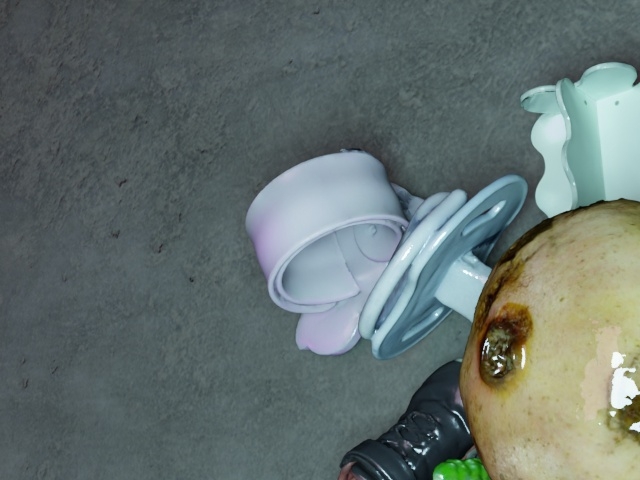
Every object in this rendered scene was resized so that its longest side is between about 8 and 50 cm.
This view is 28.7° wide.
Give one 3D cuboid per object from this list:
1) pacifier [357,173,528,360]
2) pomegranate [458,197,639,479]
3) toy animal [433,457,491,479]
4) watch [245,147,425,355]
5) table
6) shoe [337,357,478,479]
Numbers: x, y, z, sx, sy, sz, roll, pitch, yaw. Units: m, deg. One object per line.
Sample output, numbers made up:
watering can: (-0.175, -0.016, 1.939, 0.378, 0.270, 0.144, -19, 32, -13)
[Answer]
pacifier: (0.164, 0.065, 1.373, 0.207, 0.227, 0.279, 41, 135, 17)
pomegranate: (0.276, 0.123, 1.156, 0.322, 0.322, 0.322, -14, 67, 35)
toy animal: (0.158, 0.328, 1.269, 0.212, 0.266, 0.213, -19, 60, 37)
watch: (0.000, 0.000, 1.532, 0.248, 0.217, 0.211, -36, 56, 23)
table: (0.304, -0.064, 1.346, 0.166, 0.166, 0.198, -15, 66, 34)
shoe: (0.088, 0.253, 1.428, 0.114, 0.137, 0.291, 33, 94, 40)
